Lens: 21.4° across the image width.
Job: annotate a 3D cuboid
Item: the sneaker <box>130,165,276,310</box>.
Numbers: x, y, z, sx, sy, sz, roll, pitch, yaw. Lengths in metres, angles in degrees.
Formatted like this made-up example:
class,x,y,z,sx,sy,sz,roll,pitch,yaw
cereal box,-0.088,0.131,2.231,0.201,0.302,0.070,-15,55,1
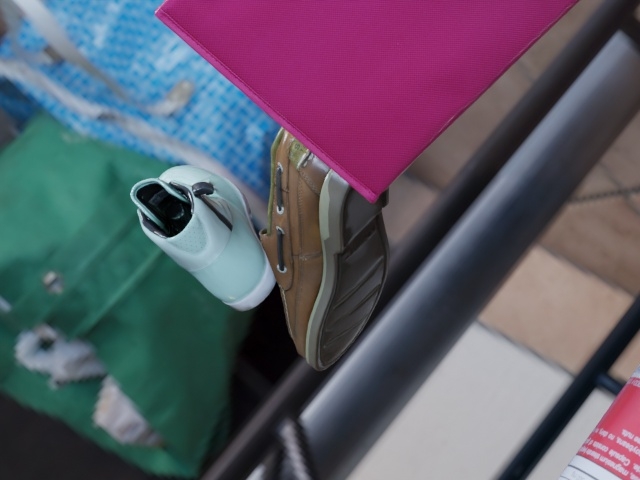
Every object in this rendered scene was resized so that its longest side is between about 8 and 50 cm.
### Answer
class,x,y,z,sx,sy,sz,roll,pitch,yaw
sneaker,-0.143,-0.042,1.771,0.151,0.094,0.256,45,-177,-37

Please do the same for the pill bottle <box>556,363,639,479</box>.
class,x,y,z,sx,sy,sz,roll,pitch,yaw
pill bottle,0.336,0.277,1.631,0.229,0.407,0.229,36,175,4

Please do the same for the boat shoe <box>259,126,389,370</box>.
class,x,y,z,sx,sy,sz,roll,pitch,yaw
boat shoe,0.000,0.000,1.679,0.104,0.111,0.307,32,140,23

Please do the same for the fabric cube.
class,x,y,z,sx,sy,sz,roll,pitch,yaw
fabric cube,0.055,-0.240,1.476,0.254,0.259,0.258,39,114,-9
